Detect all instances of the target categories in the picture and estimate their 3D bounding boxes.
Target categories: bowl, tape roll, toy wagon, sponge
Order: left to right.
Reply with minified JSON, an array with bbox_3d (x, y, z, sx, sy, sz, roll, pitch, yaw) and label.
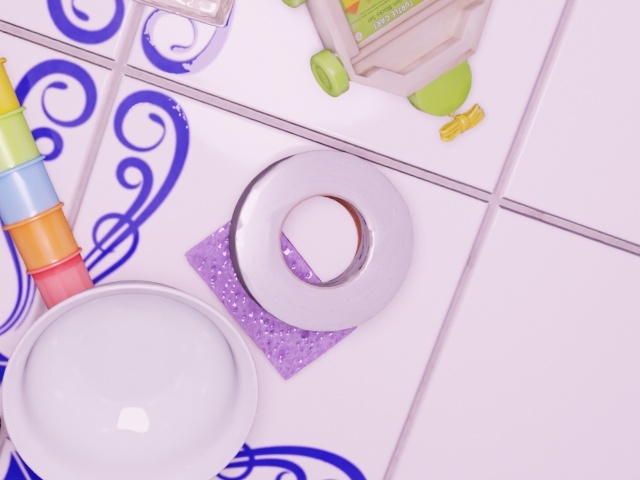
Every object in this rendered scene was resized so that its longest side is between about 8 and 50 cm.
[{"bbox_3d":[-0.231,0.165,1.336,0.298,0.134,0.297,-4,111,-10],"label":"bowl"},{"bbox_3d":[-0.062,0.064,1.389,0.117,0.031,0.210,-37,98,4],"label":"sponge"},{"bbox_3d":[0.000,0.000,1.336,0.219,0.072,0.219,-1,93,-12],"label":"tape roll"},{"bbox_3d":[0.097,-0.273,1.275,0.267,0.068,0.344,-34,120,-14],"label":"toy wagon"}]

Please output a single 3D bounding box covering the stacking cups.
[{"bbox_3d":[-0.370,-0.058,1.335,0.096,0.096,0.316,-18,103,2],"label":"stacking cups"}]

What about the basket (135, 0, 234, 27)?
[{"bbox_3d":[-0.178,-0.327,1.280,0.167,0.103,0.113,17,98,-3],"label":"basket"}]
